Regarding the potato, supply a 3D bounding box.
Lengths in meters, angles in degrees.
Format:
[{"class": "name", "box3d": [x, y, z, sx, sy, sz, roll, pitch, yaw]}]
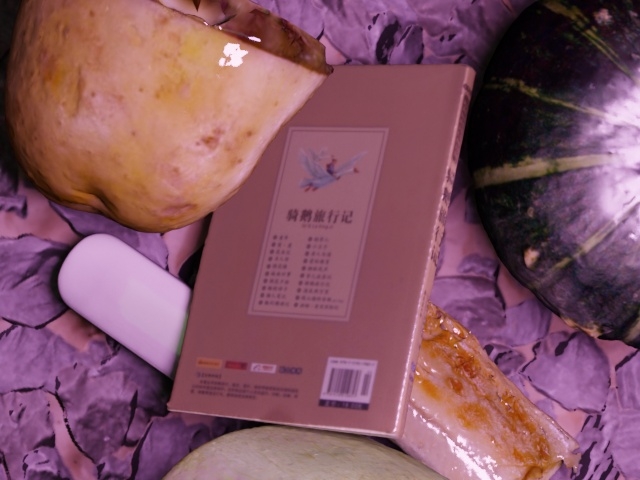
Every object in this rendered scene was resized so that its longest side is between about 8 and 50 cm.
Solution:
[{"class": "potato", "box3d": [-0.145, -0.117, 1.553, 0.285, 0.242, 0.242, 26, 88, 20]}]

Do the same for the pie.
[{"class": "pie", "box3d": [0.088, 0.119, 1.588, 0.282, 0.068, 0.128, 39, 48, 9]}]

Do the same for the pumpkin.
[{"class": "pumpkin", "box3d": [0.275, -0.071, 1.515, 0.323, 0.241, 0.323, 0, 86, 5]}]

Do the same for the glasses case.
[{"class": "glasses case", "box3d": [-0.135, 0.067, 1.622, 0.193, 0.049, 0.074, 34, 88, 3]}]

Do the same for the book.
[{"class": "book", "box3d": [0.000, 0.000, 1.555, 0.217, 0.021, 0.310, 3, 72, 31]}]

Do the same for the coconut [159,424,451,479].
[{"class": "coconut", "box3d": [-0.010, 0.286, 1.500, 0.328, 0.328, 0.281, -34, 116, 0]}]
